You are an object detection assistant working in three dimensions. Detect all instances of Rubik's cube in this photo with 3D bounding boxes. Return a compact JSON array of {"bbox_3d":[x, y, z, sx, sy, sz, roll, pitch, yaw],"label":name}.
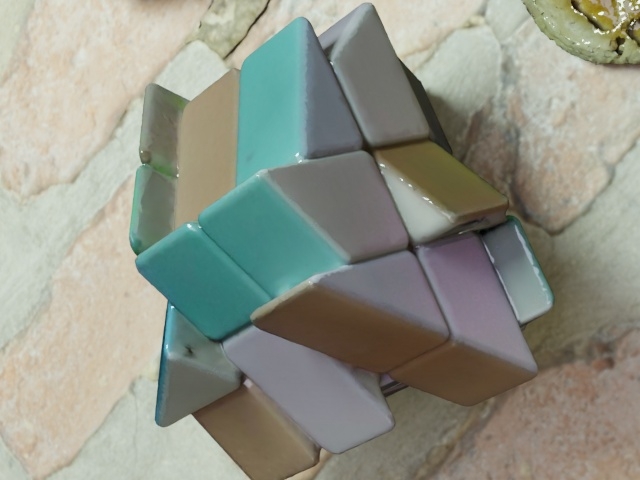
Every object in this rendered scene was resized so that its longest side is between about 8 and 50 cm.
[{"bbox_3d":[0.000,0.000,1.333,0.358,0.368,0.387,-33,78,40],"label":"Rubik's cube"}]

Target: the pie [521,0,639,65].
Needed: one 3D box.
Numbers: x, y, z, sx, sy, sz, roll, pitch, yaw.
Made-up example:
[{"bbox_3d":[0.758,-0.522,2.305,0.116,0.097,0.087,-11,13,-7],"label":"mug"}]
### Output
[{"bbox_3d":[0.285,-0.293,1.347,0.274,0.055,0.274,3,97,23],"label":"pie"}]
